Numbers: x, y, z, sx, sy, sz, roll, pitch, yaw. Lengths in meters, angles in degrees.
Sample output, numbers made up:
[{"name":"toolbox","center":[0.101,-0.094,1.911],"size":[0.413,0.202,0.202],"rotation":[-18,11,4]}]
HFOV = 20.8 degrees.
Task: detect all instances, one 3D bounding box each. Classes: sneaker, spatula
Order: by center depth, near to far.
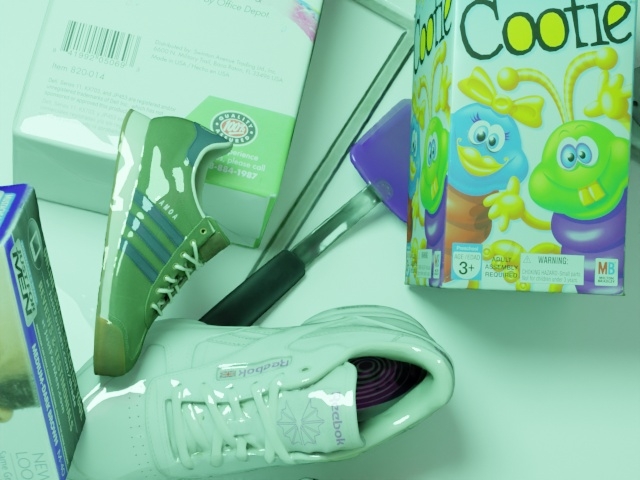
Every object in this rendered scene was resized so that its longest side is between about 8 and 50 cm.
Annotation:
[{"name":"sneaker","center":[-0.107,0.004,1.229],"size":[0.086,0.064,0.192],"rotation":[7,80,-1]},{"name":"sneaker","center":[-0.048,0.110,1.248],"size":[0.305,0.152,0.114],"rotation":[-13,100,-12]},{"name":"spatula","center":[0.000,0.000,1.370],"size":[0.296,0.030,0.084],"rotation":[-42,92,-19]}]

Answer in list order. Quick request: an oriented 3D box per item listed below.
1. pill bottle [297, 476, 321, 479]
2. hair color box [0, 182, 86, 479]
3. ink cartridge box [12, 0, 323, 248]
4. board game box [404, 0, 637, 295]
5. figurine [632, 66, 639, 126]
[{"name":"pill bottle","center":[0.056,0.241,1.240],"size":[0.184,0.103,0.103],"rotation":[17,67,-1]},{"name":"hair color box","center":[-0.344,0.081,1.158],"size":[0.339,0.185,0.110],"rotation":[-7,24,4]},{"name":"ink cartridge box","center":[-0.102,-0.192,1.387],"size":[0.207,0.119,0.353],"rotation":[14,68,-3]},{"name":"board game box","center":[0.149,-0.099,1.321],"size":[0.142,0.144,0.275],"rotation":[3,89,-9]},{"name":"figurine","center":[0.367,-0.109,1.442],"size":[0.209,0.092,0.215],"rotation":[-38,76,-16]}]
